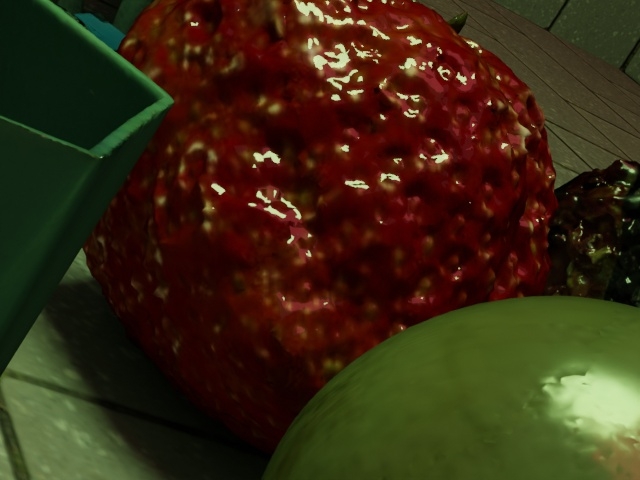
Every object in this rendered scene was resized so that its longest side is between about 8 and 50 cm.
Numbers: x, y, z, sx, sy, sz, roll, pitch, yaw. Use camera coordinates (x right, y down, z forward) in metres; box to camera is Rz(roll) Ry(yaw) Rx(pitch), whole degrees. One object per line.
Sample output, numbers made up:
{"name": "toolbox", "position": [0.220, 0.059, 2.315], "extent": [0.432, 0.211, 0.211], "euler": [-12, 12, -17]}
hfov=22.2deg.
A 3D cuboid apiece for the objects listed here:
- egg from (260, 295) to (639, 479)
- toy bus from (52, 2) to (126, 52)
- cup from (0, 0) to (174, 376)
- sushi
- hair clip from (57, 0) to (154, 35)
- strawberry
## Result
{"name": "egg", "position": [0.103, 0.155, 0.536], "extent": [0.295, 0.218, 0.218], "euler": [47, 17, 5]}
{"name": "toy bus", "position": [-0.164, -0.080, 0.974], "extent": [0.106, 0.090, 0.184], "euler": [36, 18, 12]}
{"name": "cup", "position": [-0.147, 0.039, 0.373], "extent": [0.148, 0.236, 0.134], "euler": [21, 19, -27]}
{"name": "sushi", "position": [0.228, 0.021, 1.262], "extent": [0.150, 0.172, 0.153], "euler": [14, 35, 17]}
{"name": "hair clip", "position": [-0.120, -0.272, 1.321], "extent": [0.318, 0.392, 0.238], "euler": [41, 43, 22]}
{"name": "strawberry", "position": [0.000, 0.000, 0.815], "extent": [0.257, 0.257, 0.277], "euler": [24, 34, -27]}
